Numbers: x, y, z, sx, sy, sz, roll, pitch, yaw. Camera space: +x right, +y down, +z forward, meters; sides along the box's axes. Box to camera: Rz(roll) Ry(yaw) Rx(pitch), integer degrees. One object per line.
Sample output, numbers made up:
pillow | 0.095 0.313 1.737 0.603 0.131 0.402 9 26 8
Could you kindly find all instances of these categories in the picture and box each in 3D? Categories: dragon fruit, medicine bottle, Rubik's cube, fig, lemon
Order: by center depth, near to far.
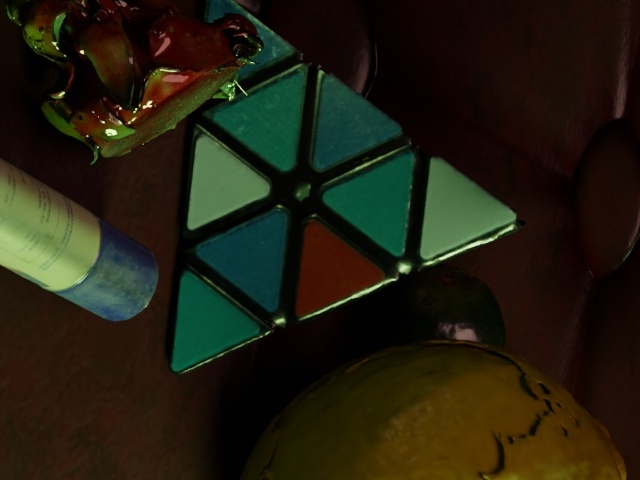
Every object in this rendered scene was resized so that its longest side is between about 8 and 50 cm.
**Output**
medicine bottle | -0.190 -0.013 1.240 0.231 0.059 0.059 35 67 -50
dragon fruit | -0.117 -0.117 1.277 0.138 0.142 0.175 -43 113 2
lemon | 0.079 0.214 1.450 0.297 0.297 0.297 -11 103 -53
Rubik's cube | 0.000 0.000 1.493 0.250 0.284 0.234 -59 166 7
fig | 0.096 0.107 1.612 0.117 0.117 0.177 -32 128 -47
